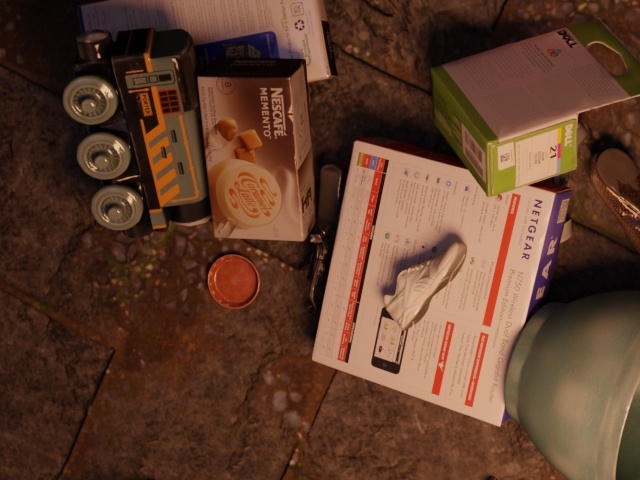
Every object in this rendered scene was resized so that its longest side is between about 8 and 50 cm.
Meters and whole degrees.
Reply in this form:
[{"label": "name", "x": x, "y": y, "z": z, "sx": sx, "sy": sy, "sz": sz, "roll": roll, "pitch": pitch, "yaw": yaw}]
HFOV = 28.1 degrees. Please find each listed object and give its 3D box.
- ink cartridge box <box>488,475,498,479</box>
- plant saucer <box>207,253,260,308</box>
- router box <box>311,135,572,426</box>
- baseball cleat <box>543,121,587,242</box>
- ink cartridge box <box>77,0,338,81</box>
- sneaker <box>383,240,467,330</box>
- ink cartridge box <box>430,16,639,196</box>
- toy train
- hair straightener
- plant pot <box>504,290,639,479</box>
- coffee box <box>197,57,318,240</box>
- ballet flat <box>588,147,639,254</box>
[{"label": "ink cartridge box", "x": 0.276, "y": 0.404, "z": 1.862, "sx": 0.115, "sy": 0.029, "sz": 0.063, "roll": 37, "pitch": 104, "yaw": 9}, {"label": "plant saucer", "x": -0.131, "y": 0.062, "z": 1.950, "sx": 0.084, "sy": 0.013, "sz": 0.083, "roll": 1, "pitch": 95, "yaw": 16}, {"label": "router box", "x": 0.163, "y": 0.052, "z": 1.790, "sx": 0.301, "sy": 0.082, "sz": 0.335, "roll": 18, "pitch": 104, "yaw": 25}, {"label": "baseball cleat", "x": 0.326, "y": -0.065, "z": 1.786, "sx": 0.109, "sy": 0.072, "sz": 0.206, "roll": 37, "pitch": 114, "yaw": 2}, {"label": "ink cartridge box", "x": -0.169, "y": -0.296, "z": 1.896, "sx": 0.371, "sy": 0.069, "sz": 0.175, "roll": -8, "pitch": 95, "yaw": 14}, {"label": "sneaker", "x": 0.138, "y": 0.052, "z": 1.726, "sx": 0.061, "sy": 0.054, "sz": 0.152, "roll": 46, "pitch": 115, "yaw": 18}, {"label": "ink cartridge box", "x": 0.301, "y": -0.182, "z": 1.714, "sx": 0.255, "sy": 0.188, "sz": 0.097, "roll": -18, "pitch": 134, "yaw": -10}, {"label": "toy train", "x": -0.253, "y": -0.154, "z": 1.856, "sx": 0.190, "sy": 0.142, "sz": 0.333, "roll": -7, "pitch": 121, "yaw": 4}, {"label": "hair straightener", "x": 0.000, "y": 0.000, "z": 1.869, "sx": 0.047, "sy": 0.089, "sz": 0.230, "roll": 18, "pitch": 103, "yaw": 29}, {"label": "plant pot", "x": 0.368, "y": 0.190, "z": 1.699, "sx": 0.196, "sy": 0.293, "sz": 0.293, "roll": 19, "pitch": 101, "yaw": 32}, {"label": "coffee box", "x": -0.087, "y": -0.131, "z": 1.838, "sx": 0.141, "sy": 0.098, "sz": 0.246, "roll": 3, "pitch": 114, "yaw": 14}, {"label": "ballet flat", "x": 0.449, "y": -0.019, "z": 1.760, "sx": 0.084, "sy": 0.058, "sz": 0.250, "roll": -38, "pitch": 90, "yaw": -19}]
